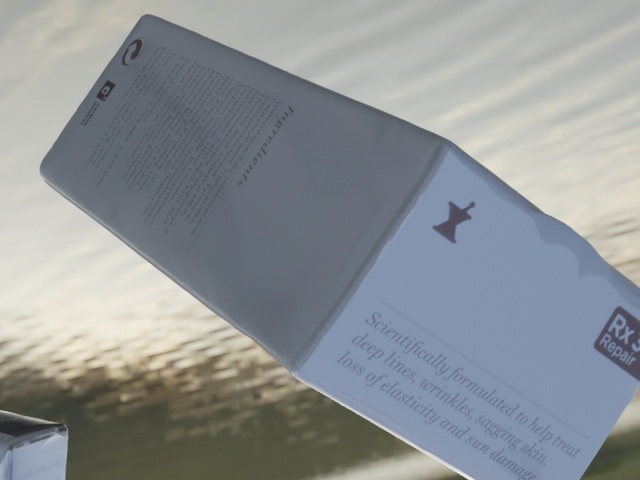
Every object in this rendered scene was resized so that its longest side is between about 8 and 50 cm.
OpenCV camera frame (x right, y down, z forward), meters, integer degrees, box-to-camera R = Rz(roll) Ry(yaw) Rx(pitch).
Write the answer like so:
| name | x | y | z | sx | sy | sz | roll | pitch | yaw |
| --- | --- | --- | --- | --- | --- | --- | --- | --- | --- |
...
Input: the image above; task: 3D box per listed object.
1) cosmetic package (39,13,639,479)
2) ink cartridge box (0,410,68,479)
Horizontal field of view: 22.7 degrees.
| name | x | y | z | sx | sy | sz | roll | pitch | yaw |
| --- | --- | --- | --- | --- | --- | --- | --- | --- | --- |
| cosmetic package | 0.000 | 0.000 | 0.556 | 0.117 | 0.085 | 0.231 | 34 | 180 | -31 |
| ink cartridge box | -0.284 | 0.231 | 0.915 | 0.304 | 0.307 | 0.072 | 9 | -171 | 29 |
